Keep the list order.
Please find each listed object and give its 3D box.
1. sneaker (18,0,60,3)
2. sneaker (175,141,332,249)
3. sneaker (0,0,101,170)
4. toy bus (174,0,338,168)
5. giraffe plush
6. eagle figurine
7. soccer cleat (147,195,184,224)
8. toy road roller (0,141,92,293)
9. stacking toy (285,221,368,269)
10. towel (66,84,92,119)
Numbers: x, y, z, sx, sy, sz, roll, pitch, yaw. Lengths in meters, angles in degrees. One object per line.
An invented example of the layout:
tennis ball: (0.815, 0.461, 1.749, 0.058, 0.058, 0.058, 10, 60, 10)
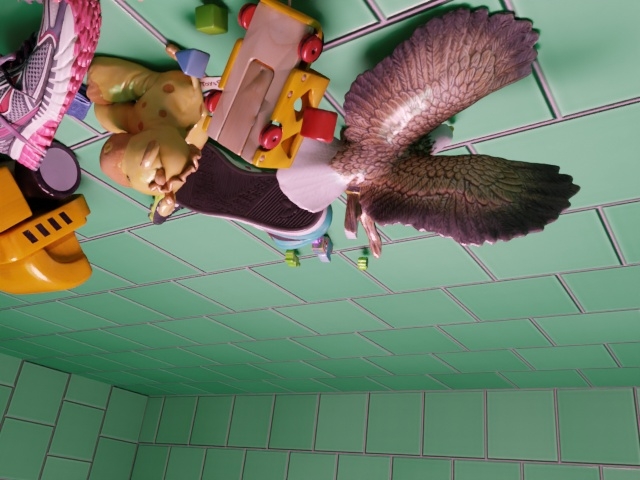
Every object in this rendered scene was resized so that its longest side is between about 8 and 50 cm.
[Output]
sneaker: (-0.212, -0.286, 0.511, 0.262, 0.104, 0.125, -1, 151, 16)
sneaker: (-0.104, -0.071, 0.924, 0.296, 0.123, 0.178, 21, 176, 20)
sneaker: (-0.349, -0.191, 0.691, 0.112, 0.120, 0.299, 26, 137, -27)
toy bus: (-0.044, -0.181, 0.652, 0.202, 0.190, 0.104, -15, 177, 30)
giraffe plush: (-0.215, -0.129, 0.760, 0.211, 0.170, 0.181, -7, 151, 27)
eagle figurine: (0.120, -0.113, 0.704, 0.226, 0.225, 0.298, 38, 153, -25)
soccer cleat: (-0.258, -0.071, 1.023, 0.073, 0.060, 0.179, 14, 151, -17)
toy road roller: (-0.513, 0.001, 0.924, 0.203, 0.329, 0.240, -8, 111, 28)
stacking toy: (0.000, 0.000, 1.123, 0.167, 0.052, 0.221, 2, 156, 14)
towel: (-0.376, -0.206, 0.803, 0.120, 0.029, 0.067, 21, 152, -27)
